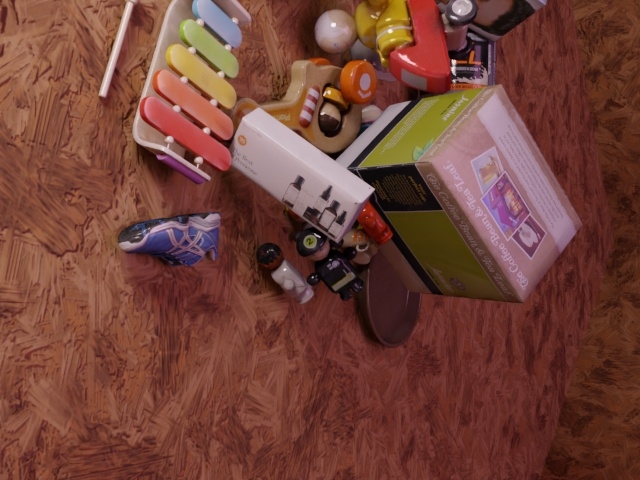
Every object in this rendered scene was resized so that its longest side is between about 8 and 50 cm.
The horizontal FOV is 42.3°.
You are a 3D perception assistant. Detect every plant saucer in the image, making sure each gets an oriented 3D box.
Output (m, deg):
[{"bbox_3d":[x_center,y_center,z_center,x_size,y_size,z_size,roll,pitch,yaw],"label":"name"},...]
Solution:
[{"bbox_3d":[0.161,0.108,1.912,0.278,0.041,0.277,-3,94,-57],"label":"plant saucer"}]

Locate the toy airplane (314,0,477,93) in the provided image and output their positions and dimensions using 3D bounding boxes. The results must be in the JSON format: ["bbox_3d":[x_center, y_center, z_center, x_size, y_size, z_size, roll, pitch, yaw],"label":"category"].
[{"bbox_3d":[0.099,-0.474,1.626,0.273,0.384,0.386,-29,114,-5],"label":"toy airplane"}]

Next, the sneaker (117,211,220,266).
[{"bbox_3d":[-0.221,0.003,1.271,0.211,0.080,0.081,-11,96,-56],"label":"sneaker"}]

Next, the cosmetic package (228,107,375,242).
[{"bbox_3d":[-0.038,-0.108,1.361,0.060,0.239,0.099,-44,168,-54],"label":"cosmetic package"}]

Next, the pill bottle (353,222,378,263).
[{"bbox_3d":[0.104,-0.007,1.797,0.065,0.065,0.116,59,43,-39],"label":"pill bottle"}]

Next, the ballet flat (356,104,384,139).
[{"bbox_3d":[0.124,-0.256,1.830,0.248,0.086,0.086,10,82,-59],"label":"ballet flat"}]

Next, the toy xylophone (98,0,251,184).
[{"bbox_3d":[-0.217,-0.255,1.276,0.236,0.081,0.322,23,71,-55],"label":"toy xylophone"}]

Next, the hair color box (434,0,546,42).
[{"bbox_3d":[0.302,-0.604,1.832,0.375,0.185,0.113,23,67,-19],"label":"hair color box"}]

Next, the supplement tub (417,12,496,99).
[{"bbox_3d":[0.335,-0.436,2.039,0.194,0.194,0.315,3,87,-58],"label":"supplement tub"}]

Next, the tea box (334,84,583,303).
[{"bbox_3d":[0.244,-0.079,1.544,0.220,0.324,0.329,-47,115,-22],"label":"tea box"}]

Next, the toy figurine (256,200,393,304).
[{"bbox_3d":[0.000,0.000,1.505,0.148,0.210,0.213,49,55,-25],"label":"toy figurine"}]

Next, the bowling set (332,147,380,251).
[{"bbox_3d":[0.110,-0.131,1.722,0.200,0.154,0.287,54,46,-43],"label":"bowling set"}]

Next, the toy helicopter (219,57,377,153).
[{"bbox_3d":[-0.049,-0.215,1.535,0.355,0.140,0.234,-15,112,-46],"label":"toy helicopter"}]
